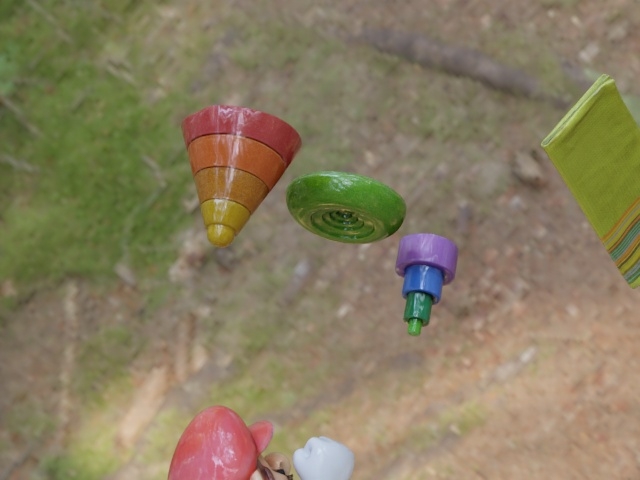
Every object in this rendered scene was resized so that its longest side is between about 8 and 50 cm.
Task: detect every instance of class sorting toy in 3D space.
[{"bbox_3d":[0.000,0.000,1.678,0.127,0.365,0.126,-16,53,44],"label":"sorting toy"}]

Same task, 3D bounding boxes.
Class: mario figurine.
[{"bbox_3d":[-0.026,0.301,1.671,0.198,0.321,0.170,-31,3,1],"label":"mario figurine"}]

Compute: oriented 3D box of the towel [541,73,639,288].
[{"bbox_3d":[0.304,-0.055,1.671,0.102,0.237,0.021,-49,41,-11],"label":"towel"}]
